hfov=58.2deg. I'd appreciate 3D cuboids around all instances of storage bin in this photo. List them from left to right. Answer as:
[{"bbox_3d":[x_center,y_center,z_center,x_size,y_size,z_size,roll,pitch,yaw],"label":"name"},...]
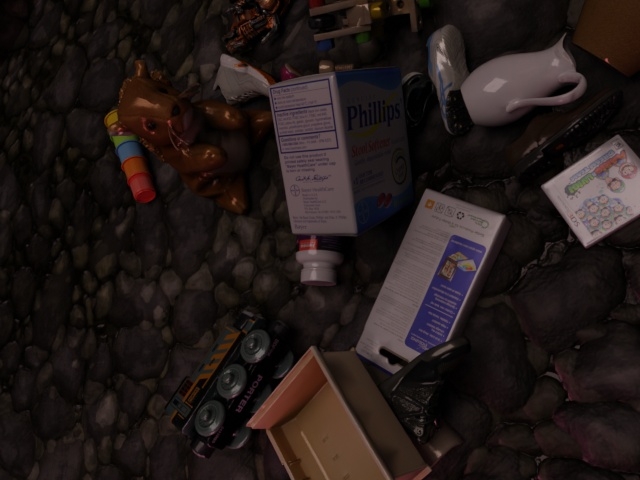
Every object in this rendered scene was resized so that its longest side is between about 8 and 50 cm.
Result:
[{"bbox_3d":[0.016,0.370,1.026,0.260,0.123,0.262,-53,54,26],"label":"storage bin"}]

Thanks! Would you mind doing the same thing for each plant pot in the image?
[{"bbox_3d":[0.549,-0.415,0.957,0.237,0.237,0.254,51,121,32],"label":"plant pot"}]

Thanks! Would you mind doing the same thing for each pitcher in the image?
[{"bbox_3d":[0.375,-0.280,1.068,0.207,0.125,0.177,-20,34,24],"label":"pitcher"}]

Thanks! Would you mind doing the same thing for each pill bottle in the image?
[{"bbox_3d":[0.000,0.000,1.276,0.108,0.108,0.193,-6,74,33],"label":"pill bottle"}]

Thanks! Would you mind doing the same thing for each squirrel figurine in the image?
[{"bbox_3d":[-0.370,-0.281,1.439,0.397,0.370,0.281,24,92,36],"label":"squirrel figurine"}]

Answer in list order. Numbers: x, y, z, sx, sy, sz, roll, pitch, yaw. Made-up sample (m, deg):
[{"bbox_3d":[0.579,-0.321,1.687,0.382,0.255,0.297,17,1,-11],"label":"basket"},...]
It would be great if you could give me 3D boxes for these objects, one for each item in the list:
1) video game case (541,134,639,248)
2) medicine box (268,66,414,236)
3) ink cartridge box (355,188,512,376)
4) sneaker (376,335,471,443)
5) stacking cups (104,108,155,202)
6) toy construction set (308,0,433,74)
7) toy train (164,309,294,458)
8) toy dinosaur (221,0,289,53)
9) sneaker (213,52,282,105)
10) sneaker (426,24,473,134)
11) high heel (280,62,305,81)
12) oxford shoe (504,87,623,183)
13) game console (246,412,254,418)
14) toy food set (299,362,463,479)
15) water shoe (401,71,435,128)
[{"bbox_3d":[0.497,-0.086,1.014,0.157,0.019,0.143,-37,60,21],"label":"video game case"},{"bbox_3d":[0.053,-0.180,1.131,0.149,0.263,0.289,1,107,34],"label":"medicine box"},{"bbox_3d":[0.216,0.096,1.131,0.176,0.069,0.370,25,90,35],"label":"ink cartridge box"},{"bbox_3d":[0.197,0.270,1.017,0.227,0.087,0.130,-44,61,20],"label":"sneaker"},{"bbox_3d":[-0.566,-0.257,1.752,0.096,0.096,0.316,-38,64,21],"label":"stacking cups"},{"bbox_3d":[0.116,-0.468,1.267,0.237,0.257,0.308,5,94,22],"label":"toy construction set"},{"bbox_3d":[-0.202,0.309,1.288,0.190,0.142,0.334,20,72,42],"label":"toy train"},{"bbox_3d":[-0.155,-0.658,1.559,0.322,0.164,0.218,-36,74,1],"label":"toy dinosaur"},{"bbox_3d":[-0.195,-0.405,1.534,0.262,0.099,0.121,37,107,43],"label":"sneaker"},{"bbox_3d":[0.270,-0.329,1.206,0.086,0.085,0.237,152,115,-64],"label":"sneaker"},{"bbox_3d":[-0.073,-0.334,1.344,0.082,0.244,0.117,41,98,0],"label":"high heel"},{"bbox_3d":[0.435,-0.211,1.052,0.227,0.083,0.096,-36,56,21],"label":"oxford shoe"},{"bbox_3d":[-0.207,0.363,1.345,0.122,0.107,0.071,34,141,36],"label":"game console"},{"bbox_3d":[0.098,0.418,1.126,0.306,0.092,0.220,-49,55,4],"label":"toy food set"},{"bbox_3d":[0.168,-0.259,1.223,0.203,0.073,0.080,-64,30,21],"label":"water shoe"}]
